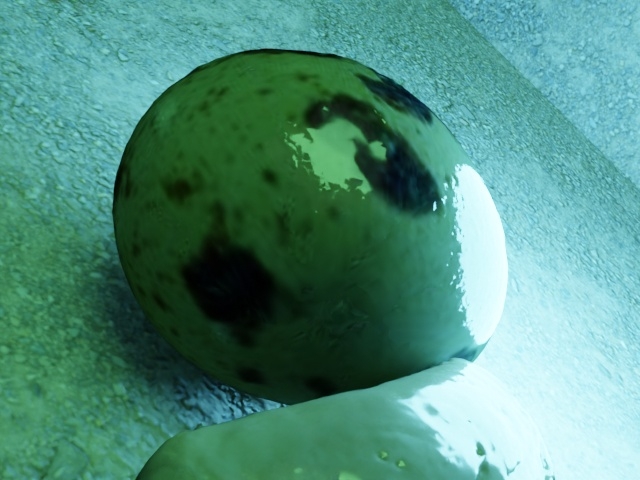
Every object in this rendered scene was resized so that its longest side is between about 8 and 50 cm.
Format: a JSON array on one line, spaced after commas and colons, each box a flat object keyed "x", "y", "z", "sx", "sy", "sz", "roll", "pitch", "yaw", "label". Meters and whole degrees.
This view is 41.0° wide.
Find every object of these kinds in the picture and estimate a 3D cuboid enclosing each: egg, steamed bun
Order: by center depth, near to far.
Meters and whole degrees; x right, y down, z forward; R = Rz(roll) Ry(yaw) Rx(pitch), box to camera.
[{"x": 0.032, "y": 0.253, "z": 0.671, "sx": 0.383, "sy": 0.247, "sz": 0.236, "roll": -6, "pitch": 49, "yaw": -45, "label": "steamed bun"}, {"x": 0.000, "y": 0.000, "z": 0.869, "sx": 0.428, "sy": 0.345, "sz": 0.345, "roll": 35, "pitch": 33, "yaw": -18, "label": "egg"}]
